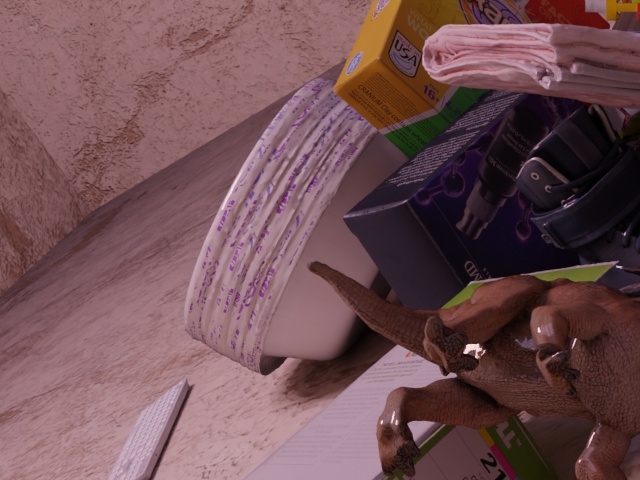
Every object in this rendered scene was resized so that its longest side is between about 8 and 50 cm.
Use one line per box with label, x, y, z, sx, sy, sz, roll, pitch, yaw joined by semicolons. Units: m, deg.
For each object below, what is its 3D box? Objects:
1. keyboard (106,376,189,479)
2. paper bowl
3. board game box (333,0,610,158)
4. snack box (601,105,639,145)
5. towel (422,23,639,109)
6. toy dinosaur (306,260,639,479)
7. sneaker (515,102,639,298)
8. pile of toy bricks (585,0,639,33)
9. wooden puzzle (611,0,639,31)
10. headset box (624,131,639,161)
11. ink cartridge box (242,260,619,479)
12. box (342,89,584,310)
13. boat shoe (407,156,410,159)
keyboard;-0.189;0.214;1.768;0.072;0.014;0.256;-32;11;14
paper bowl;0.000;0.000;1.586;0.284;0.148;0.284;-58;-9;-16
board game box;0.156;-0.178;1.603;0.064;0.242;0.316;-34;25;40
snack box;0.301;-0.116;1.462;0.141;0.037;0.100;-30;-29;-23
towel;0.271;-0.119;1.233;0.332;0.053;0.317;6;6;-11
toy dinosaur;0.147;0.060;0.971;0.296;0.127;0.200;12;33;25
sneaker;0.224;-0.016;1.138;0.086;0.163;0.226;-37;13;-20
pile of toy bricks;0.303;-0.163;1.548;0.105;0.212;0.118;2;11;15
wooden puzzle;0.430;-0.264;1.647;0.322;0.080;0.348;-20;40;53
headset box;0.287;-0.063;1.401;0.083;0.062;0.032;-37;12;-14
ink cartridge box;0.089;0.128;1.111;0.255;0.097;0.189;-39;11;-25
box;0.150;-0.024;1.410;0.207;0.153;0.108;-42;14;-26
boat shoe;0.125;-0.104;2.063;0.183;0.083;0.065;-10;-2;-30
